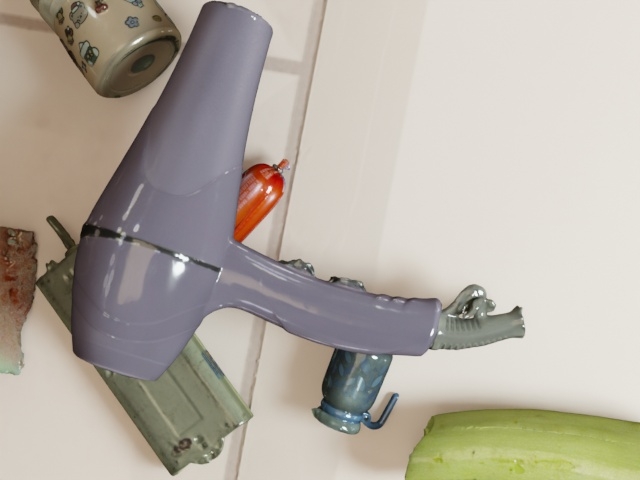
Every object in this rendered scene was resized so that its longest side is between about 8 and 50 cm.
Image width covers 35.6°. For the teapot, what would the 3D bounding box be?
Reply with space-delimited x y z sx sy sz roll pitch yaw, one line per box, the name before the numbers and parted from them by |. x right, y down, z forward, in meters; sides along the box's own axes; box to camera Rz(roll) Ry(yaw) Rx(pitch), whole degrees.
teapot | 0.032 0.120 0.850 0.049 0.063 0.083 29 101 42

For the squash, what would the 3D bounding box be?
squash | 0.191 0.179 0.794 0.250 0.083 0.083 4 92 15

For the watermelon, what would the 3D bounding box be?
watermelon | -0.307 0.051 0.909 0.080 0.101 0.155 4 101 1

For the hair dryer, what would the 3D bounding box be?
hair dryer | 0.000 0.000 0.803 0.361 0.121 0.301 20 84 -3

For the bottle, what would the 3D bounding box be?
bottle | -0.197 -0.209 0.868 0.099 0.099 0.152 -37 80 11

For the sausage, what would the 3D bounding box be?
sausage | -0.079 -0.018 0.867 0.145 0.050 0.048 -47 39 10

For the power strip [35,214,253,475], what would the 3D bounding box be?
power strip | -0.169 0.083 0.895 0.092 0.034 0.268 -39 83 11
